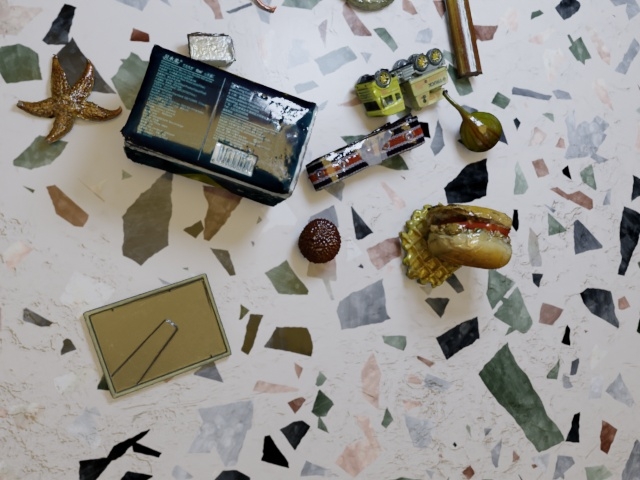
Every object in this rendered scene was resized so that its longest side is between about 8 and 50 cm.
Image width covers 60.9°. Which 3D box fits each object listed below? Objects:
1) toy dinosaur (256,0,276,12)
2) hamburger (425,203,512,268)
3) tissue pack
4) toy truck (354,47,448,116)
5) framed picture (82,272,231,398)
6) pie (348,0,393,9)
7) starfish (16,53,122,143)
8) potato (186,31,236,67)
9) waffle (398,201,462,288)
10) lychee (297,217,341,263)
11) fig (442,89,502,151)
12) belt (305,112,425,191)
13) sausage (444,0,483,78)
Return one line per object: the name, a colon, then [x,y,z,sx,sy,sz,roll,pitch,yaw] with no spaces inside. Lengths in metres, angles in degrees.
toy dinosaur: [-0.203,-0.751,1.472,0.279,0.055,0.101,44,88,-14]
hamburger: [0.407,-0.011,1.504,0.244,0.244,0.163,10,89,-16]
tissue pack: [-0.251,-0.271,1.351,0.417,0.253,0.264,17,84,-16]
toy truck: [0.246,-0.442,1.571,0.272,0.124,0.157,-27,108,-18]
framed picture: [-0.419,0.245,1.423,0.324,0.020,0.240,-19,96,-15]
pie: [0.132,-0.804,1.568,0.274,0.055,0.274,0,90,-17]
starfish: [-0.620,-0.346,1.353,0.241,0.043,0.227,6,89,-19]
potato: [-0.290,-0.499,1.441,0.122,0.061,0.086,-5,91,-18]
waffle: [0.323,0.021,1.624,0.219,0.057,0.229,-40,99,-14]
lychee: [-0.003,-0.002,1.497,0.123,0.123,0.129,-32,134,-14]
fig: [0.442,-0.360,1.609,0.236,0.124,0.124,40,79,-28]
belt: [0.128,-0.249,1.532,0.360,0.126,0.094,-28,105,-11]
sausage: [0.418,-0.679,1.646,0.082,0.082,0.371,-12,92,-16]
